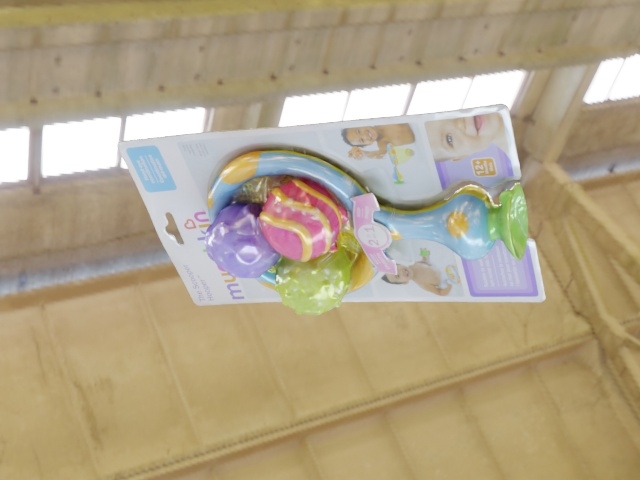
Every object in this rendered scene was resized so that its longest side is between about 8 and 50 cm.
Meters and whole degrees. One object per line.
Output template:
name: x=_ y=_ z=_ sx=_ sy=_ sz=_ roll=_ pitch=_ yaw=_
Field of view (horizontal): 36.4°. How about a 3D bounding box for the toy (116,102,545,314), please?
toy: x=0.000 y=0.000 z=0.564 sx=0.237 sy=0.137 sz=0.056 roll=-5 pitch=-142 yaw=21
